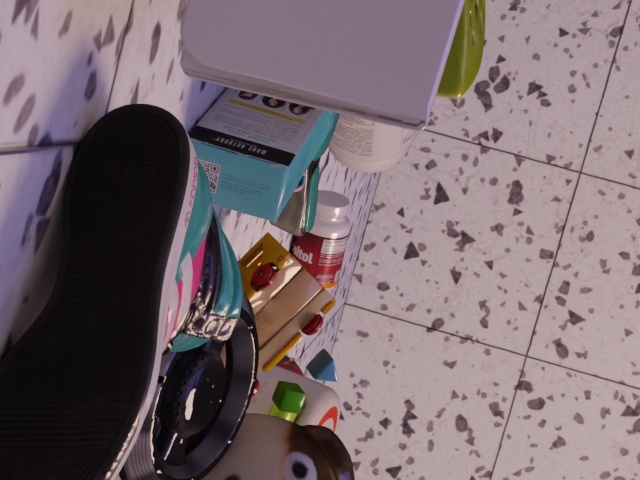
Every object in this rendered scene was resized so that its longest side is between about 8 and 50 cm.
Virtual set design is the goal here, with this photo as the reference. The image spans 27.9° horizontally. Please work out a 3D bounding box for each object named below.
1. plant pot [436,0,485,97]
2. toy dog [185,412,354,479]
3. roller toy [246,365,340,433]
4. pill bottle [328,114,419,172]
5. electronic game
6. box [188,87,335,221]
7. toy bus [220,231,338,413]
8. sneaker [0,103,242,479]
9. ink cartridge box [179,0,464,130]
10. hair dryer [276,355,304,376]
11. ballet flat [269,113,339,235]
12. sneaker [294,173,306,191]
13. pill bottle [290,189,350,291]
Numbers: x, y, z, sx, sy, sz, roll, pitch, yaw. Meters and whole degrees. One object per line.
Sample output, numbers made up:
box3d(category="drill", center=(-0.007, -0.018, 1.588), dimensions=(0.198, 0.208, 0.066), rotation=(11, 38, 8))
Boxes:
box3d(category="plant pot", center=(0.063, -0.283, 1.333), dimensions=(0.227, 0.228, 0.207), rotation=(-59, 156, -67))
box3d(category="toy dog", center=(-0.084, 0.390, 1.470), dimensions=(0.395, 0.284, 0.408), rotation=(-95, -164, -61))
box3d(category="roller toy", center=(-0.072, 0.284, 1.873), dimensions=(0.191, 0.146, 0.209), rotation=(-25, 134, -68))
box3d(category="pill bottle", center=(0.071, -0.209, 1.831), dimensions=(0.283, 0.160, 0.160), rotation=(88, 19, -71))
box3d(category="electronic game", center=(-0.129, 0.148, 1.275), dimensions=(0.229, 0.048, 0.229), rotation=(-43, 141, -48))
box3d(category="box", center=(-0.053, -0.107, 1.264), dimensions=(0.244, 0.100, 0.060), rotation=(-62, 167, -60))
box3d(category="toy bus", center=(-0.086, 0.089, 1.420), dimensions=(0.104, 0.202, 0.191), rotation=(-136, -133, -60))
box3d(category="sneaker", center=(-0.140, 0.072, 0.908), dimensions=(0.178, 0.123, 0.296), rotation=(61, 44, -68))
box3d(category="ink cartridge box", center=(0.023, -0.273, 0.913), dimensions=(0.395, 0.166, 0.286), rotation=(-89, -167, -70))
box3d(category="hair dryer", center=(-0.082, 0.309, 2.148), dimensions=(0.293, 0.080, 0.224), rotation=(16, 91, -83))
box3d(category="ballet flat", center=(-0.025, -0.108, 1.656), dimensions=(0.072, 0.068, 0.213), rotation=(-45, 151, -65))
box3d(category="sneaker", center=(-0.055, -0.074, 1.427), dimensions=(0.191, 0.082, 0.071), rotation=(-50, 153, -78))
box3d(category="pill bottle", center=(0.000, 0.000, 2.067), dimensions=(0.086, 0.086, 0.152), rotation=(-61, 165, -64))
